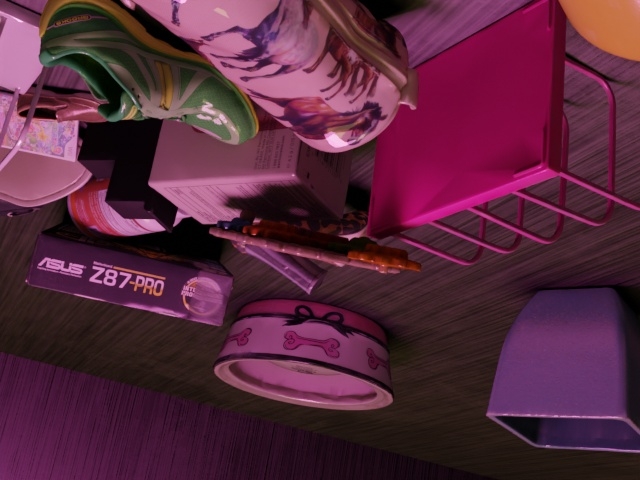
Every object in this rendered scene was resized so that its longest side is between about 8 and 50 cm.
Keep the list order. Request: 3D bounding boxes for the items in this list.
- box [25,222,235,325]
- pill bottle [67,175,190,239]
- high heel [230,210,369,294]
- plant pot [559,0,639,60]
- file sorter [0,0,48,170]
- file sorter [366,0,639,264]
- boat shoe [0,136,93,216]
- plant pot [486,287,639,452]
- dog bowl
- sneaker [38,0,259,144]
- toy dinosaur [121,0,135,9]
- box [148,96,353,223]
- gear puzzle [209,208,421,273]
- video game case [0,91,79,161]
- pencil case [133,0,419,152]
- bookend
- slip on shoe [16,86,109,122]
[{"bbox_3d":[-0.326,0.054,1.737,0.318,0.097,0.395,16,180,-9],"label":"box"},{"bbox_3d":[-0.284,-0.070,1.551,0.216,0.121,0.121,-8,152,38],"label":"pill bottle"},{"bbox_3d":[-0.028,-0.032,1.522,0.186,0.261,0.093,35,124,11],"label":"high heel"},{"bbox_3d":[0.236,-0.287,0.639,0.254,0.254,0.239,-7,137,37],"label":"plant pot"},{"bbox_3d":[-0.492,-0.210,1.224,0.277,0.173,0.193,21,157,-26],"label":"file sorter"},{"bbox_3d":[0.219,-0.105,1.133,0.182,0.202,0.290,19,157,-30],"label":"file sorter"},{"bbox_3d":[-0.483,-0.101,1.582,0.340,0.127,0.113,-16,176,21],"label":"boat shoe"},{"bbox_3d":[0.464,0.223,1.766,0.247,0.252,0.247,-5,155,33],"label":"plant pot"},{"bbox_3d":[-0.028,0.256,2.217,0.408,0.150,0.408,8,159,3],"label":"dog bowl"},{"bbox_3d":[-0.212,-0.185,1.208,0.295,0.123,0.109,28,156,-26],"label":"sneaker"},{"bbox_3d":[-0.325,-0.313,1.051,0.268,0.064,0.118,12,165,-10],"label":"toy dinosaur"},{"bbox_3d":[-0.091,-0.108,1.358,0.232,0.127,0.148,-1,158,27],"label":"box"},{"bbox_3d":[0.000,0.000,1.239,0.175,0.044,0.339,11,180,-33],"label":"gear puzzle"},{"bbox_3d":[-0.415,-0.166,1.453,0.122,0.011,0.087,11,122,-4],"label":"video game case"},{"bbox_3d":[-0.064,-0.241,0.969,0.183,0.160,0.410,11,164,41],"label":"pencil case"},{"bbox_3d":[-0.278,-0.098,1.428,0.156,0.157,0.072,1,156,20],"label":"bookend"},{"bbox_3d":[-0.360,-0.183,1.397,0.135,0.041,0.051,12,145,-1],"label":"slip on shoe"}]
